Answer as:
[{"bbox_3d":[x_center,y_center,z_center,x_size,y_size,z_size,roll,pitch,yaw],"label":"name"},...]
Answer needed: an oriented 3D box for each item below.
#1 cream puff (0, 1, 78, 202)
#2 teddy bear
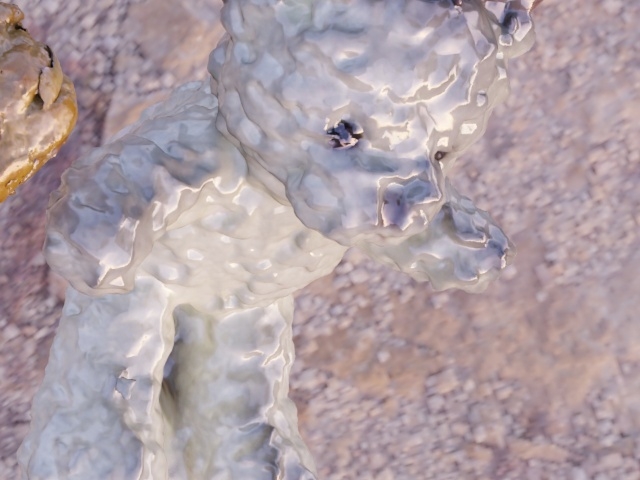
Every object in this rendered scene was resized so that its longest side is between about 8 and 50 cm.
[{"bbox_3d":[-0.196,-0.075,0.826,0.104,0.119,0.133,32,30,-38],"label":"cream puff"},{"bbox_3d":[0.000,0.000,0.940,0.327,0.362,0.375,10,76,-38],"label":"teddy bear"}]
